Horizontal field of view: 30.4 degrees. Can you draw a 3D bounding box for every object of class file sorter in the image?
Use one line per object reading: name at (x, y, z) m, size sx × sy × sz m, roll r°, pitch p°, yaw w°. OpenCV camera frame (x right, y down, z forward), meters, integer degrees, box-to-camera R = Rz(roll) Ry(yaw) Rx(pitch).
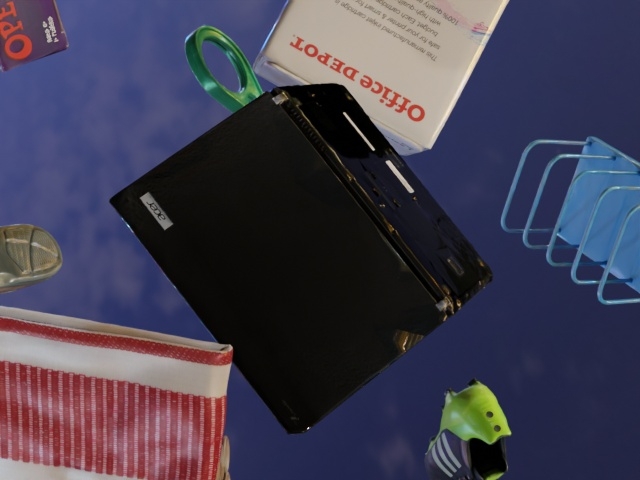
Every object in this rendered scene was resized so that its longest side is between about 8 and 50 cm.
file sorter at (0.284, -0.023, 1.213) m, size 0.170 × 0.105 × 0.118 m, roll 43°, pitch -55°, yaw 49°

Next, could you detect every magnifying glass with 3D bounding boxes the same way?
magnifying glass at (-0.076, -0.150, 1.367) m, size 0.026 × 0.231 × 0.092 m, roll -31°, pitch -162°, yaw 31°

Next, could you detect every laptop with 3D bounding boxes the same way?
laptop at (0.000, 0.000, 0.981) m, size 0.136 × 0.234 × 0.264 m, roll -40°, pitch 175°, yaw 21°

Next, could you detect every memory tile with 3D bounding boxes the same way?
memory tile at (-0.098, 0.268, 1.129) m, size 0.012 × 0.148 × 0.113 m, roll -1°, pitch -175°, yaw 3°

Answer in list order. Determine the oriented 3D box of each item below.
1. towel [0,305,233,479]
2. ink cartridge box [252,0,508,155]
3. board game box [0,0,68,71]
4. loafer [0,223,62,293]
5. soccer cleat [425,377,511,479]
towel at (-0.204, 0.212, 0.884) m, size 0.037 × 0.237 × 0.329 m, roll -93°, pitch -167°, yaw -70°
ink cartridge box at (0.080, -0.256, 1.248) m, size 0.278 × 0.201 × 0.117 m, roll -62°, pitch -172°, yaw -5°
board game box at (-0.270, -0.243, 0.710) m, size 0.056 × 0.208 × 0.347 m, roll -24°, pitch -146°, yaw -28°
loafer at (-0.408, 0.036, 1.287) m, size 0.084 × 0.268 × 0.096 m, roll -37°, pitch -111°, yaw 33°
soccer cleat at (0.134, 0.195, 1.057) m, size 0.060 × 0.179 × 0.072 m, roll -21°, pitch -124°, yaw -15°
